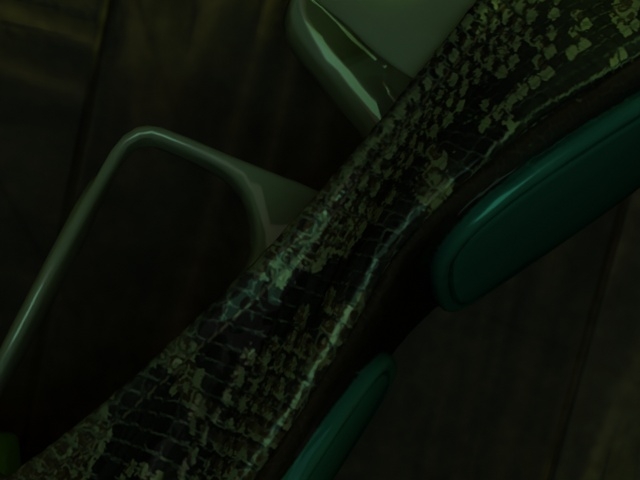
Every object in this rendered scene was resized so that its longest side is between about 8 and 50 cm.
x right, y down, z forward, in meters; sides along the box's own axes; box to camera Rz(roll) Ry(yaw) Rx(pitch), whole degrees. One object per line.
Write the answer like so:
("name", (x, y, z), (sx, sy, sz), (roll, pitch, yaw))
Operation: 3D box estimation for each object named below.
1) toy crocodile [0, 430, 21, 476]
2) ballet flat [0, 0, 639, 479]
("toy crocodile", (-0.188, 0.172, 0.817), (0.115, 0.105, 0.340), (-4, 100, -3))
("ballet flat", (0.000, 0.000, 0.725), (0.182, 0.164, 0.483), (43, 82, 12))
